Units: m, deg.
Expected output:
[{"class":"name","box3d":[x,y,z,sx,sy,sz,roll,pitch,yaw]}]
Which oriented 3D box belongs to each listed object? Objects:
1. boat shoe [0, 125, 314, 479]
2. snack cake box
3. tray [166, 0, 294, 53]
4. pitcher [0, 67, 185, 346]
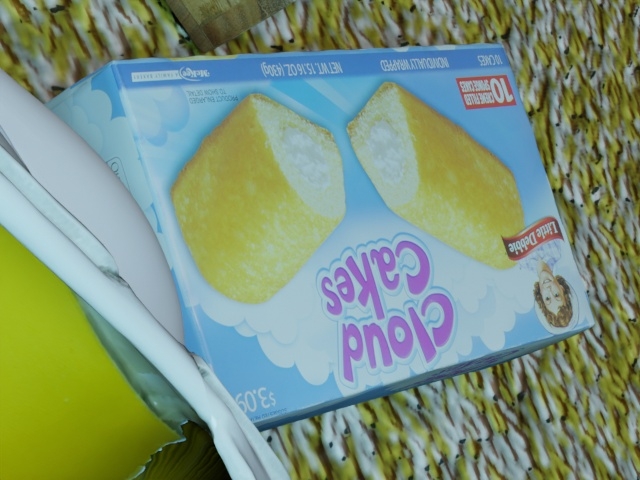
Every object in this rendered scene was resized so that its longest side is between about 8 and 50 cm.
[{"class":"boat shoe","box3d":[-0.058,0.087,0.453,0.136,0.156,0.367,-33,124,-12]},{"class":"snack cake box","box3d":[0.000,0.000,0.736,0.264,0.089,0.152,-10,78,-49]},{"class":"tray","box3d":[0.002,-0.281,0.888,0.203,0.076,0.411,55,42,-12]},{"class":"pitcher","box3d":[-0.139,0.009,0.536,0.177,0.125,0.207,-53,127,-45]}]
